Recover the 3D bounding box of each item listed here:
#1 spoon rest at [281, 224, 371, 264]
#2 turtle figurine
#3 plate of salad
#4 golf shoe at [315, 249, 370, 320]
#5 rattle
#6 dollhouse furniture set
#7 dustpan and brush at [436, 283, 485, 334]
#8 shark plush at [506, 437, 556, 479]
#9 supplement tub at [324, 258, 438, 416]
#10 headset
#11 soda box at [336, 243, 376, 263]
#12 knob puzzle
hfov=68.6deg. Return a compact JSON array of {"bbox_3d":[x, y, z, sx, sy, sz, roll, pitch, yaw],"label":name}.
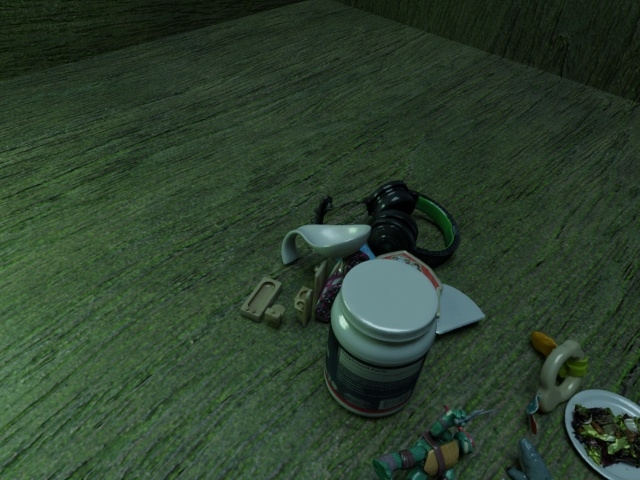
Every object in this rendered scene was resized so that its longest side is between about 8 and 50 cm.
[{"bbox_3d":[0.000,0.000,1.107,0.276,0.084,0.137,-12,13,47],"label":"spoon rest"},{"bbox_3d":[0.207,0.383,0.811,0.233,0.118,0.176,-16,87,-20],"label":"turtle figurine"},{"bbox_3d":[0.578,0.373,0.904,0.199,0.048,0.200,3,43,-3],"label":"plate of salad"},{"bbox_3d":[0.047,0.104,1.093,0.067,0.186,0.086,35,-2,-16],"label":"golf shoe"},{"bbox_3d":[0.445,0.282,0.976,0.200,0.130,0.142,-46,47,-11],"label":"rattle"},{"bbox_3d":[-0.083,0.109,1.065,0.151,0.123,0.144,19,44,15],"label":"dollhouse furniture set"},{"bbox_3d":[0.274,0.135,1.134,0.147,0.060,0.211,-13,52,-21],"label":"dustpan and brush"},{"bbox_3d":[0.388,0.428,0.808,0.073,0.067,0.161,-5,43,-12],"label":"shark plush"},{"bbox_3d":[0.109,0.188,0.889,0.190,0.273,0.191,3,42,-3],"label":"supplement tub"},{"bbox_3d":[0.179,-0.040,1.279,0.393,0.185,0.244,15,45,-12],"label":"headset"},{"bbox_3d":[0.115,0.094,1.144,0.071,0.067,0.210,-13,45,-20],"label":"soda box"},{"bbox_3d":[0.194,0.084,1.095,0.212,0.030,0.213,6,41,-5],"label":"knob puzzle"}]
